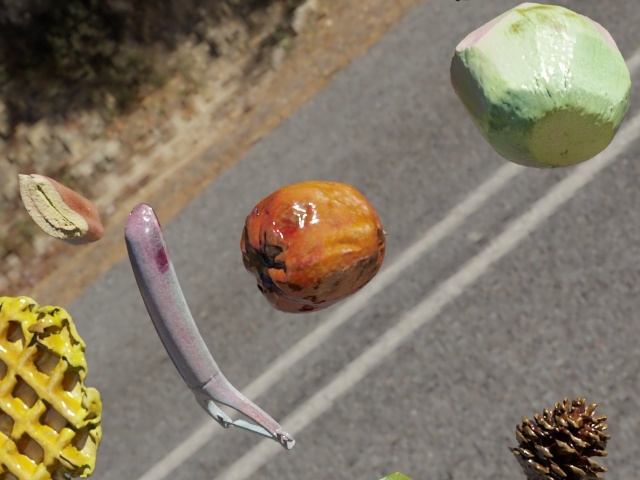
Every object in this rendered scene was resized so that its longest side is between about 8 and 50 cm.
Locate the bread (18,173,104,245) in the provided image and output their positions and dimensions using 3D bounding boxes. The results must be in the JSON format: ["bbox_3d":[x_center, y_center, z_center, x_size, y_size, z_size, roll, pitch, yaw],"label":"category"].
[{"bbox_3d":[-0.408,-0.038,2.252,0.067,0.119,0.192,-39,-25,6],"label":"bread"}]

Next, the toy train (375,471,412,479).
[{"bbox_3d":[0.069,0.448,2.026,0.137,0.090,0.225,-29,29,37],"label":"toy train"}]

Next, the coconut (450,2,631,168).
[{"bbox_3d":[0.281,-0.205,1.795,0.236,0.204,0.236,-7,50,9],"label":"coconut"}]

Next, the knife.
[{"bbox_3d":[-0.117,0.092,1.329,0.123,0.278,0.053,5,40,45],"label":"knife"}]

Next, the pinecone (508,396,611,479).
[{"bbox_3d":[0.386,0.327,2.232,0.173,0.173,0.173,-31,20,12],"label":"pinecone"}]

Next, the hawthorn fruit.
[{"bbox_3d":[-0.012,0.002,1.760,0.179,0.173,0.173,-39,20,-6],"label":"hawthorn fruit"}]

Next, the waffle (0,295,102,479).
[{"bbox_3d":[-0.412,0.212,1.713,0.325,0.302,0.068,-9,-1,19],"label":"waffle"}]
